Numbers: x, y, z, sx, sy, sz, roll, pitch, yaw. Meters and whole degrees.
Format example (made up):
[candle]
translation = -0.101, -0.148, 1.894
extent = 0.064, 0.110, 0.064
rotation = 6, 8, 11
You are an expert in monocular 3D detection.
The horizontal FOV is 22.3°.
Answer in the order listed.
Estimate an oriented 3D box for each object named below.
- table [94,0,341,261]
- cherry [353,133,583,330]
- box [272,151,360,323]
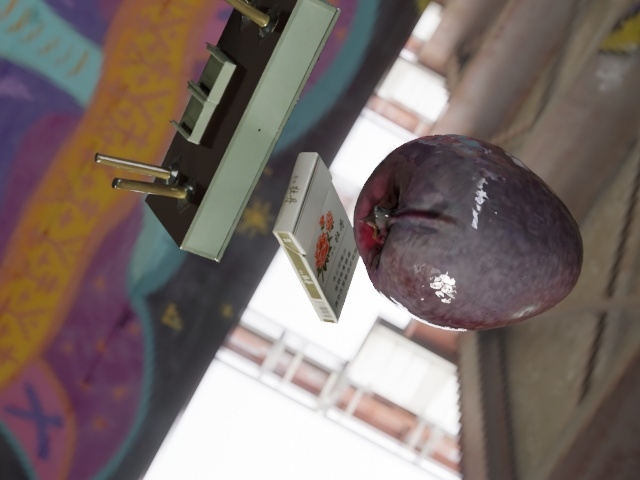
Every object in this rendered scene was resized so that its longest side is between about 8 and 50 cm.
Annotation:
[table]
translation = -0.099, -0.123, 1.391
extent = 0.240, 0.111, 0.121
rotation = -64, -152, 10
[cherry]
translation = 0.134, -0.007, 1.576
extent = 0.183, 0.266, 0.213
rotation = -60, -154, 21
[box]
translation = 0.000, 0.000, 1.845
extent = 0.198, 0.029, 0.109
rotation = 64, 38, -53
